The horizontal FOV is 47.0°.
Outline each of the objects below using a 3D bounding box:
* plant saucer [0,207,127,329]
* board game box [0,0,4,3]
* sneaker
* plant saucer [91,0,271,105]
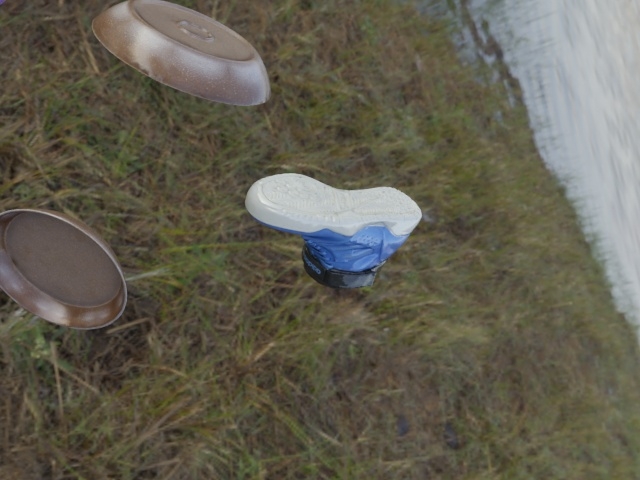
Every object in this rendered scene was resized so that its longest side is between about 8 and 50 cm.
[{"bbox_3d":[-0.285,0.028,0.802,0.168,0.168,0.029,57,31,-28],"label":"plant saucer"},{"bbox_3d":[-0.479,-0.322,0.840,0.208,0.346,0.056,61,15,3],"label":"board game box"},{"bbox_3d":[0.001,0.001,0.545,0.152,0.085,0.058,-1,41,-42],"label":"sneaker"},{"bbox_3d":[-0.138,-0.208,0.779,0.198,0.036,0.199,23,26,-12],"label":"plant saucer"}]
